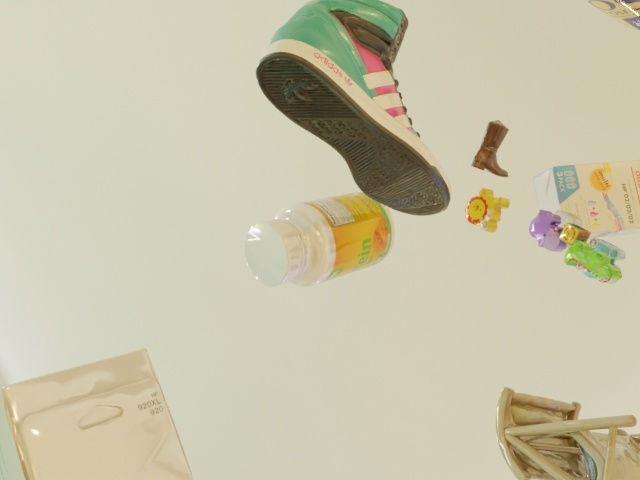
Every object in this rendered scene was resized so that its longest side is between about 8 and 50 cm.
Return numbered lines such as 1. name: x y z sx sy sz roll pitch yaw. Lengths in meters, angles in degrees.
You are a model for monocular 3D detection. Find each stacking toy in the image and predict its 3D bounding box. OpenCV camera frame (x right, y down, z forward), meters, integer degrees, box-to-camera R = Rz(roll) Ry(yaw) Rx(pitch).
1. stacking toy: 0.301 0.009 0.716 0.221 0.167 0.052 45 -61 54

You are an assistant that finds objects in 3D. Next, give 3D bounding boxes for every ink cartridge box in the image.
1. ink cartridge box: 0.421 -0.060 0.893 0.061 0.181 0.104 129 -46 -76
2. ink cartridge box: -0.295 0.252 0.673 0.233 0.171 0.168 -33 -104 35

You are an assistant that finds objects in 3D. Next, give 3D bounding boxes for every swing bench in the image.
1. swing bench: 0.486 0.379 1.077 0.253 0.165 0.255 18 -11 -34

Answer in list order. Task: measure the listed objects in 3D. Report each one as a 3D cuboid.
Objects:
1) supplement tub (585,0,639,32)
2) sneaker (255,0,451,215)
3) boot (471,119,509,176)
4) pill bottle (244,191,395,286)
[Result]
1. supplement tub: 0.550 -0.499 1.016 0.331 0.241 0.241 17 -34 -25
2. sneaker: 0.065 -0.170 0.706 0.124 0.178 0.295 -11 -40 43
3. boot: 0.396 -0.204 1.333 0.037 0.106 0.114 41 -67 59
4. pill bottle: 0.000 0.000 0.998 0.136 0.246 0.136 13 -71 41
